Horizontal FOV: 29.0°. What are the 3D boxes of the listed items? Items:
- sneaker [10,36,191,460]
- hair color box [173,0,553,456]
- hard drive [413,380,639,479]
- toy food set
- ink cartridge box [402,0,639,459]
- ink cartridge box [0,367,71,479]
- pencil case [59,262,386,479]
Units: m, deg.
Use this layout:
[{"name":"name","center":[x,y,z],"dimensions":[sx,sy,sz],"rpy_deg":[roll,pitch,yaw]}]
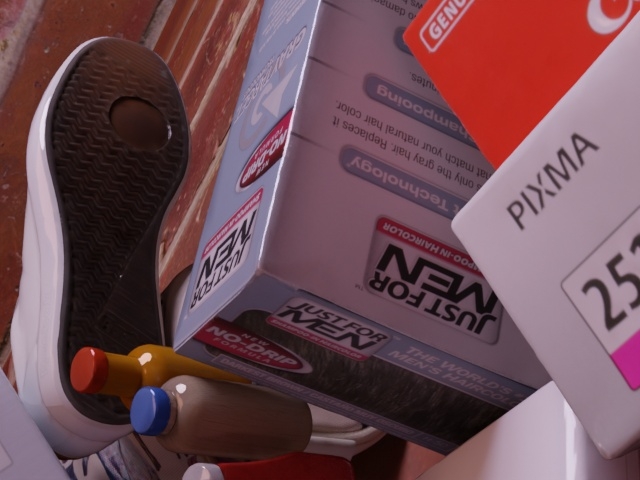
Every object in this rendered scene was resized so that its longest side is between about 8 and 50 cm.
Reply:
[{"name":"sneaker","center":[-0.157,0.002,0.805],"dimensions":[0.123,0.105,0.290],"rpy_deg":[-41,39,49]},{"name":"hair color box","center":[0.058,-0.086,0.708],"dimensions":[0.113,0.185,0.375],"rpy_deg":[-41,31,52]},{"name":"hard drive","center":[0.056,0.259,0.525],"dimensions":[0.233,0.047,0.353],"rpy_deg":[-48,27,46]},{"name":"toy food set","center":[-0.052,0.152,0.617],"dimensions":[0.111,0.104,0.232],"rpy_deg":[-31,58,40]},{"name":"ink cartridge box","center":[0.143,-0.088,0.479],"dimensions":[0.239,0.060,0.275],"rpy_deg":[58,133,22]},{"name":"ink cartridge box","center":[-0.178,0.275,0.819],"dimensions":[0.091,0.385,0.308],"rpy_deg":[-34,1,-29]},{"name":"pencil case","center":[-0.094,0.147,0.907],"dimensions":[0.410,0.159,0.184],"rpy_deg":[-45,50,50]}]
